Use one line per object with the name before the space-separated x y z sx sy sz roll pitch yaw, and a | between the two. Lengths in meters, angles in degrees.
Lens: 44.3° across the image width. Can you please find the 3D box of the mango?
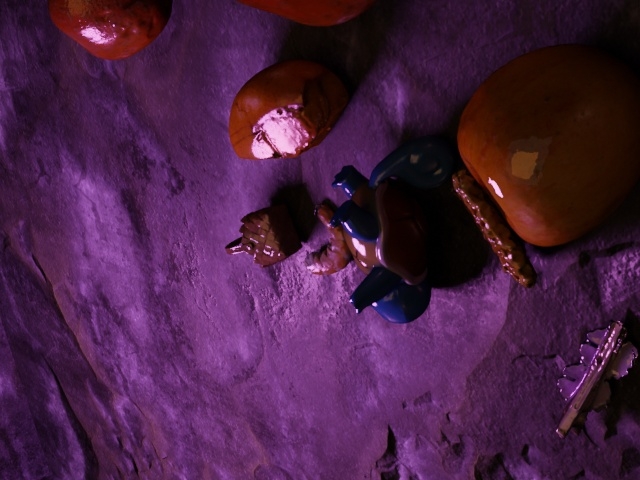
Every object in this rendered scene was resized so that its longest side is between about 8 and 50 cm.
mango | -0.082 -0.261 1.669 0.350 0.201 0.199 -15 66 54

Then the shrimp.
shrimp | 0.000 0.000 1.827 0.161 0.049 0.166 -16 100 43

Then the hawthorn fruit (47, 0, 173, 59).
hawthorn fruit | -0.447 -0.555 1.770 0.298 0.277 0.276 2 115 21

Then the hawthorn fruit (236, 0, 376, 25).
hawthorn fruit | -0.044 -0.545 1.310 0.403 0.403 0.402 22 126 33

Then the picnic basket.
picnic basket | -0.148 -0.002 1.897 0.179 0.128 0.137 -17 98 29

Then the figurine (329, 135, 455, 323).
figurine | 0.125 -0.025 1.599 0.243 0.298 0.416 1 119 -8

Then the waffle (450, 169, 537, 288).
waffle | 0.312 -0.021 1.419 0.052 0.245 0.254 -32 85 8

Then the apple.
apple | 0.370 -0.154 1.239 0.275 0.299 0.299 -36 86 3

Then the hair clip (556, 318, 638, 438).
hair clip | 0.513 0.259 1.489 0.106 0.085 0.292 35 128 30
